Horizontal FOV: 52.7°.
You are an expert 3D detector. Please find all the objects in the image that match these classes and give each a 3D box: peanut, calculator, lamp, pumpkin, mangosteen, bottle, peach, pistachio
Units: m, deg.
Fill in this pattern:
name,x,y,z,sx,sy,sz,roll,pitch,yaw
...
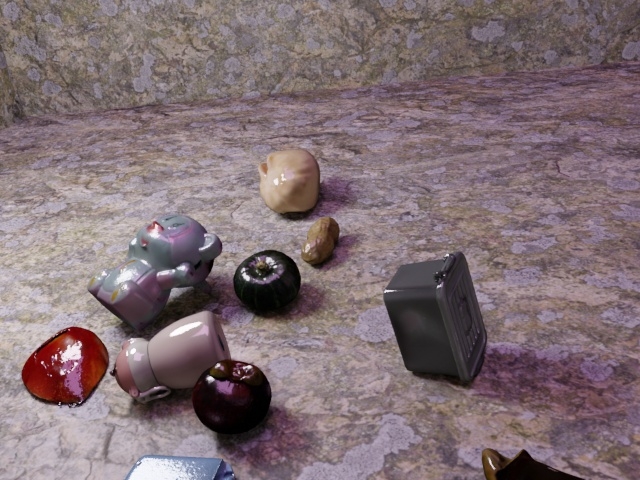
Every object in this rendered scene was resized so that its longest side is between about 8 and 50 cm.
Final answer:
name,x,y,z,sx,sy,sz,roll,pitch,yaw
peanut,-0.002,0.001,1.773,0.089,0.089,0.192,0,28,16
calculator,-0.249,0.420,1.100,0.211,0.039,0.121,-2,27,13
lamp,-0.387,0.084,1.606,0.247,0.247,0.301,16,59,45
pumpkin,-0.129,0.096,1.583,0.167,0.125,0.167,3,26,-1
mangosteen,-0.166,0.286,1.214,0.153,0.152,0.152,-7,28,4
bottle,-0.315,0.248,1.341,0.237,0.147,0.147,-18,28,-2
peach,-0.576,0.270,1.448,0.189,0.068,0.279,-24,32,-23
pistachio,-0.088,-0.196,2.071,0.193,0.214,0.318,-42,6,27

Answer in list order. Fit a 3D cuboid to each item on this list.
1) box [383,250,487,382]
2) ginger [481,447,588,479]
name,x,y,z,sx,sy,sz,roll,pitch,yaw
box,0.227,0.152,1.275,0.135,0.243,0.163,-7,26,31
ginger,0.335,0.452,0.752,0.359,0.211,0.413,7,38,2
